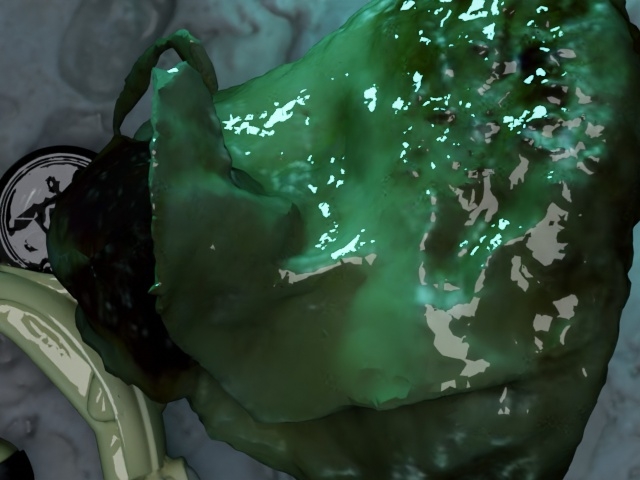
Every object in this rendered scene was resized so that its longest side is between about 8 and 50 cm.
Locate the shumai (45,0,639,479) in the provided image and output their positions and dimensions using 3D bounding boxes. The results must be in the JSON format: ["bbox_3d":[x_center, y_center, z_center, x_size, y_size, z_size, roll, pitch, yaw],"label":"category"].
[{"bbox_3d":[0.000,0.000,1.086,0.348,0.395,0.395,5,88,-7],"label":"shumai"}]

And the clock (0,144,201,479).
[{"bbox_3d":[-0.239,0.136,1.183,0.379,0.120,0.276,-36,90,-1],"label":"clock"}]
